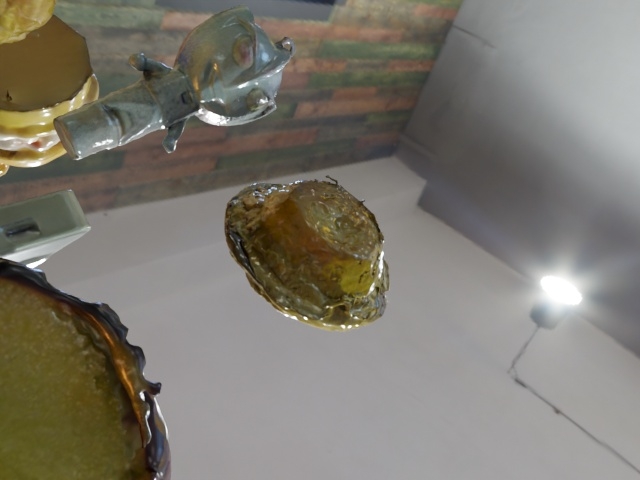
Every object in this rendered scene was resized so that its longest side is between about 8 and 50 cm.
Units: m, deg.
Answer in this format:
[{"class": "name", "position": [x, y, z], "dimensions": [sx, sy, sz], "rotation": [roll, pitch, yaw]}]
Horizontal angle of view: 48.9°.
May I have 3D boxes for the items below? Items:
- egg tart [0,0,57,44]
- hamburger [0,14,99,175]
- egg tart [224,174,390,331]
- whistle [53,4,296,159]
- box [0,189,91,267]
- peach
[{"class": "egg tart", "position": [-0.308, -0.354, 0.677], "dimensions": [0.129, 0.341, 0.341], "rotation": [10, -150, -38]}, {"class": "hamburger", "position": [-0.521, -0.242, 1.205], "dimensions": [0.276, 0.237, 0.277], "rotation": [10, -126, -14]}, {"class": "egg tart", "position": [0.000, 0.000, 1.031], "dimensions": [0.294, 0.116, 0.295], "rotation": [26, -143, -21]}, {"class": "whistle", "position": [-0.170, -0.196, 0.910], "dimensions": [0.346, 0.142, 0.133], "rotation": [-30, -124, -25]}, {"class": "box", "position": [-0.551, 0.052, 0.975], "dimensions": [0.373, 0.367, 0.091], "rotation": [-24, -87, -49]}, {"class": "peach", "position": [-0.367, 0.226, 0.782], "dimensions": [0.353, 0.417, 0.339], "rotation": [11, -141, 34]}]
